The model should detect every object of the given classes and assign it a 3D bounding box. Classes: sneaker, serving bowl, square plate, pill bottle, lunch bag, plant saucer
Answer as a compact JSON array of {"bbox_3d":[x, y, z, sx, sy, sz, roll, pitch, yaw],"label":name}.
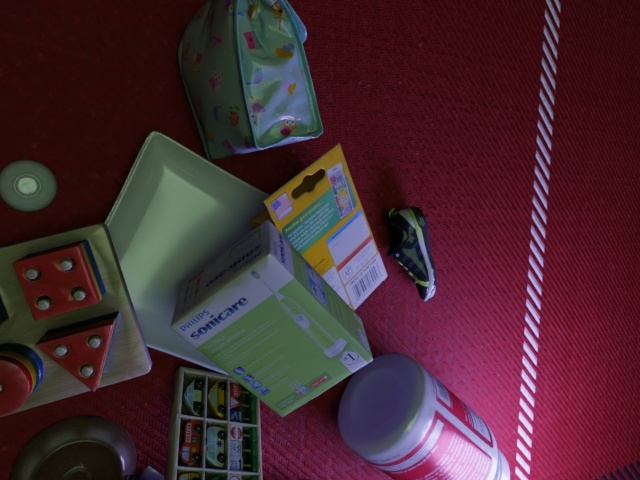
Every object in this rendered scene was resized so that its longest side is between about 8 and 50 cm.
[{"bbox_3d":[0.201,0.033,1.140,0.097,0.084,0.235,-14,102,-3],"label":"sneaker"},{"bbox_3d":[-0.457,-0.085,0.770,0.083,0.027,0.083,-4,98,-29],"label":"serving bowl"},{"bbox_3d":[-0.228,0.037,0.900,0.347,0.049,0.344,29,81,-29],"label":"square plate"},{"bbox_3d":[0.247,0.450,1.108,0.407,0.229,0.229,43,74,-25],"label":"pill bottle"},{"bbox_3d":[-0.128,-0.281,0.824,0.160,0.223,0.262,-20,103,-32],"label":"lunch bag"},{"bbox_3d":[-0.416,0.402,0.840,0.198,0.036,0.199,-4,98,-28],"label":"plant saucer"}]

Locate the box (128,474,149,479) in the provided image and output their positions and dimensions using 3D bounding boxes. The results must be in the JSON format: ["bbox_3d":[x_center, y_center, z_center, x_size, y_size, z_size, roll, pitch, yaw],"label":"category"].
[{"bbox_3d":[-0.247,0.536,0.837,0.247,0.142,0.163,24,87,-13],"label":"box"}]

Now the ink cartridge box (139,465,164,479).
[{"bbox_3d":[-0.293,0.557,0.929,0.224,0.056,0.181,40,75,-7],"label":"ink cartridge box"}]

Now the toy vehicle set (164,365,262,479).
[{"bbox_3d":[-0.184,0.366,0.868,0.166,0.035,0.267,20,43,-30],"label":"toy vehicle set"}]

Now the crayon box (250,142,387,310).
[{"bbox_3d":[0.000,0.000,0.959,0.203,0.083,0.323,-41,125,-29],"label":"crayon box"}]

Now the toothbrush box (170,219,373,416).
[{"bbox_3d":[-0.077,0.142,0.852,0.206,0.122,0.283,-36,118,13],"label":"toothbrush box"}]

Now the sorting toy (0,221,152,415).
[{"bbox_3d":[-0.421,0.131,0.736,0.257,0.089,0.256,-15,103,-10],"label":"sorting toy"}]
